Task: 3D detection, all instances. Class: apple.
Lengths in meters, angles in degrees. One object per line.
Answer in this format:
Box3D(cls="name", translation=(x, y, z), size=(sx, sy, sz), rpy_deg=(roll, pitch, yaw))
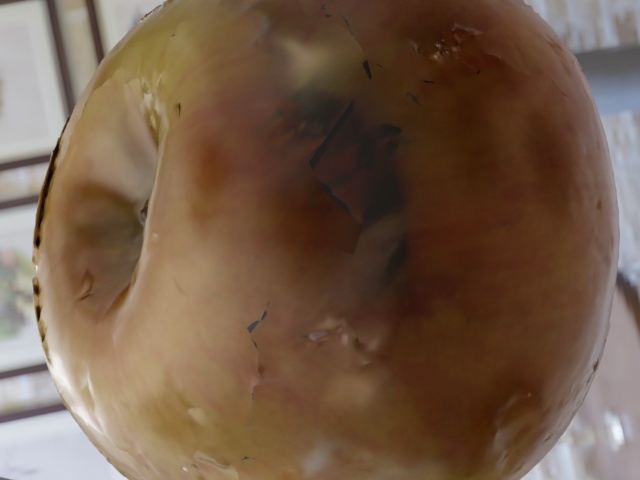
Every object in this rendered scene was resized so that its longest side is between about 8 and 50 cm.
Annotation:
Box3D(cls="apple", translation=(0.000, 0.000, 0.405), size=(0.146, 0.146, 0.146), rpy_deg=(169, 90, -84))

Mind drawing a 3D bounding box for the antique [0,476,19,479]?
Box3D(cls="antique", translation=(-0.219, 0.185, 0.824), size=(0.223, 0.278, 0.129), rpy_deg=(31, 114, 54))
